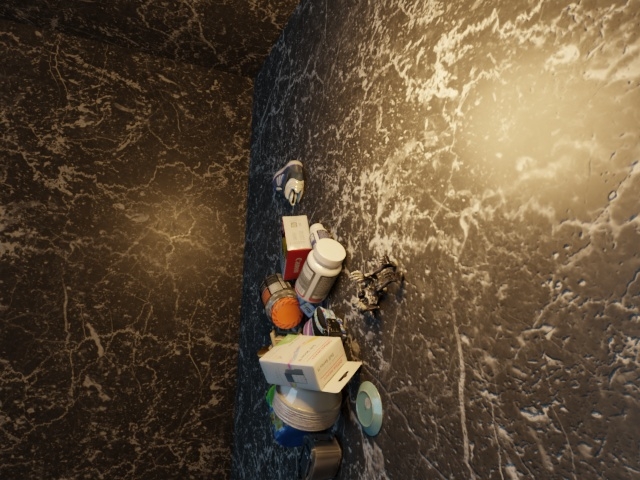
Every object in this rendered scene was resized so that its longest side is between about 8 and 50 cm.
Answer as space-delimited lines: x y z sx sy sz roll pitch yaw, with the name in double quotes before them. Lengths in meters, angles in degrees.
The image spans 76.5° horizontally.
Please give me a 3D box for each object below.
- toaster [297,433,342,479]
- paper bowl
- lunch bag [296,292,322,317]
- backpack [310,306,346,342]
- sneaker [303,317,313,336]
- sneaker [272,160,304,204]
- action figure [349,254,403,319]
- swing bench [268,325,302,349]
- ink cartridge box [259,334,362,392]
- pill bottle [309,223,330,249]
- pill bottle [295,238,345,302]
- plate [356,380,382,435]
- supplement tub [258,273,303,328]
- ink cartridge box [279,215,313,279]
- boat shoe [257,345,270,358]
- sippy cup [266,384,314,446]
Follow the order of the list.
"toaster" -0.005 0.915 1.698 0.129 0.146 0.227 -136 55 -62
"paper bowl" -0.050 0.635 1.682 0.284 0.284 0.148 -141 58 -62
"lunch bag" -0.047 0.298 1.994 0.129 0.096 0.151 -38 66 57
"backpack" 0.025 0.379 1.769 0.173 0.117 0.158 -111 34 -44
"sneaker" -0.015 0.478 1.871 0.161 0.102 0.282 -53 39 46
"sneaker" -0.197 -0.298 2.395 0.323 0.130 0.236 -38 47 53
"action figure" 0.171 0.174 1.449 0.276 0.141 0.164 -59 36 40
"swing bench" -0.176 0.576 2.045 0.253 0.165 0.255 132 142 -84
"ink cartridge box" -0.040 0.477 1.604 0.353 0.207 0.119 -7 106 36
"pill bottle" 0.000 0.000 1.930 0.169 0.094 0.094 -108 32 -43
"pill bottle" 0.000 0.136 1.820 0.161 0.161 0.283 -108 33 -42
"plate" 0.171 0.621 1.504 0.188 0.024 0.188 -175 90 -68
"supplement tub" -0.210 0.325 2.184 0.338 0.207 0.207 -135 53 -66
"ink cartridge box" -0.129 0.071 2.090 0.309 0.130 0.272 104 158 -55
"boat shoe" -0.276 0.562 2.013 0.152 0.056 0.049 -8 -88 -84
"sippy cup" -0.128 0.800 1.853 0.240 0.305 0.224 -57 24 27
